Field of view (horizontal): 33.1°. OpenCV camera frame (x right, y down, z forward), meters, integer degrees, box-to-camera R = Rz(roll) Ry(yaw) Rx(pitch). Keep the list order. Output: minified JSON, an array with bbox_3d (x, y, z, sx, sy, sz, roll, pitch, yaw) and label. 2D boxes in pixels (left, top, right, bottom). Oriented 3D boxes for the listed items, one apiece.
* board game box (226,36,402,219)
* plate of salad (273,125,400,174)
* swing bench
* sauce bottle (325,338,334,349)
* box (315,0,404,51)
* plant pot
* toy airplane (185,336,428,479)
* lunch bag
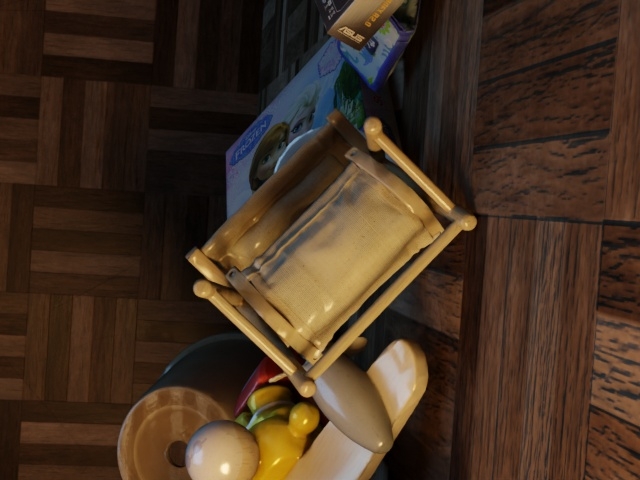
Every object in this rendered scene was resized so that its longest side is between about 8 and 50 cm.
[{"bbox_3d":[-0.021,-0.115,1.559,0.318,0.066,0.318,-44,33,30],"label":"board game box"},{"bbox_3d":[0.021,-0.046,1.368,0.048,0.200,0.200,-34,-44,-59],"label":"plate of salad"},{"bbox_3d":[0.000,0.000,1.181,0.253,0.165,0.254,-45,11,0],"label":"swing bench"},{"bbox_3d":[-0.038,0.303,1.801,0.111,0.111,0.344,157,117,-80],"label":"sauce bottle"},{"bbox_3d":[0.057,-0.369,1.302,0.183,0.056,0.231,-46,41,27],"label":"box"},{"bbox_3d":[-0.157,0.300,1.608,0.280,0.323,0.323,4,-91,-72],"label":"plant pot"},{"bbox_3d":[-0.034,0.301,1.271,0.384,0.272,0.386,-13,59,60],"label":"toy airplane"},{"bbox_3d":[0.078,-0.289,1.396,0.129,0.096,0.151,119,145,-58],"label":"lunch bag"}]
